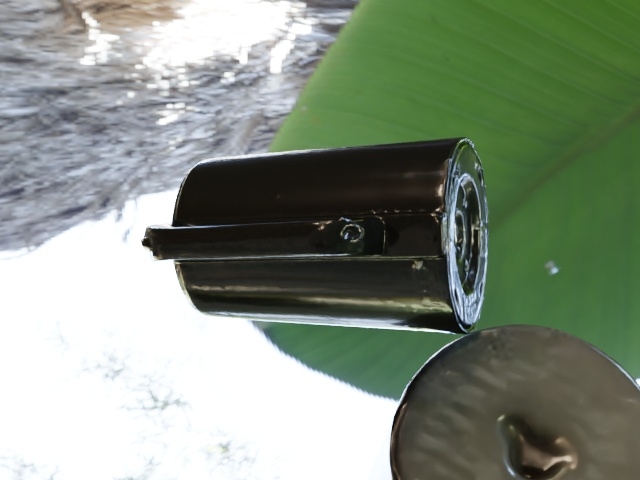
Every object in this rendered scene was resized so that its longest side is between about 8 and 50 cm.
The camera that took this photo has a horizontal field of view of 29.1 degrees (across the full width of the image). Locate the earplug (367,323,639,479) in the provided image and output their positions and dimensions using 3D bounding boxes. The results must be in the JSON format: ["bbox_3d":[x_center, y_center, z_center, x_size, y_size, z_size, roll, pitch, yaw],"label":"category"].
[{"bbox_3d":[0.200,0.312,1.460,0.312,0.312,0.394,44,-24,14],"label":"earplug"}]

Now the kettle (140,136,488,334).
[{"bbox_3d":[0.003,0.011,1.297,0.308,0.262,0.203,-1,-60,19],"label":"kettle"}]
